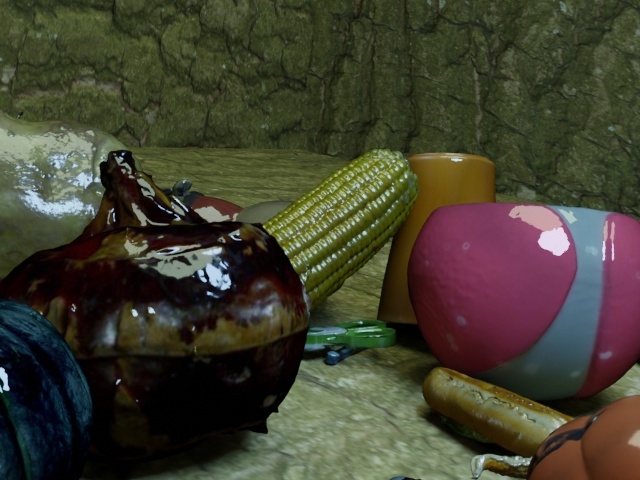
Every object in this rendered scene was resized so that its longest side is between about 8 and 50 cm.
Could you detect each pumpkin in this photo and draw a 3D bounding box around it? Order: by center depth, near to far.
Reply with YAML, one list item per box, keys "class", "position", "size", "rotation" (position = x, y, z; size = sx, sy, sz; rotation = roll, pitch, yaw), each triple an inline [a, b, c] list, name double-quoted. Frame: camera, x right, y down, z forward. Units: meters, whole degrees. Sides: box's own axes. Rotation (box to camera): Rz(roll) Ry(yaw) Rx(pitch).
- class: "pumpkin"
  position: [-0.280, 0.100, 0.627]
  size: [0.248, 0.247, 0.248]
  rotation: [7, 11, -1]

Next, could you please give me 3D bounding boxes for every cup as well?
- class: "cup"
  position: [0.185, 0.016, 1.356]
  size: [0.182, 0.263, 0.226]
  rotation: [3, -3, 22]

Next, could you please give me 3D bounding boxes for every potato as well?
- class: "potato"
  position: [-0.378, -0.031, 1.292]
  size: [0.237, 0.288, 0.301]
  rotation: [27, -2, 10]

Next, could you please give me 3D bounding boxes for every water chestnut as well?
- class: "water chestnut"
  position: [-0.154, 0.055, 0.870]
  size: [0.300, 0.299, 0.300]
  rotation: [7, 11, -1]

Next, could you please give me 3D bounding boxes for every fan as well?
- class: "fan"
  position: [0.054, 0.135, 1.244]
  size: [0.038, 0.016, 0.193]
  rotation: [14, 13, 23]

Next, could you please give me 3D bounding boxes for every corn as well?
- class: "corn"
  position: [0.000, 0.000, 1.197]
  size: [0.131, 0.131, 0.344]
  rotation: [17, 43, 41]

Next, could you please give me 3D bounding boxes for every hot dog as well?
- class: "hot dog"
  position: [0.184, 0.183, 0.970]
  size: [0.092, 0.062, 0.236]
  rotation: [19, -1, -30]

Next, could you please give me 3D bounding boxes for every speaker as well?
- class: "speaker"
  position: [0.242, 0.055, 1.114]
  size: [0.294, 0.294, 0.294]
  rotation: [7, 11, -1]

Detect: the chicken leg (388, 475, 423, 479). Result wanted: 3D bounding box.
- class: "chicken leg"
  position: [-0.007, 0.216, 0.725]
  size: [0.253, 0.051, 0.106]
  rotation: [4, 6, -30]

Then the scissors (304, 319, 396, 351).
- class: "scissors"
  position: [-0.011, 0.123, 1.175]
  size: [0.205, 0.027, 0.101]
  rotation: [-4, 4, -11]

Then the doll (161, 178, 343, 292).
- class: "doll"
  position: [-0.120, 0.005, 1.375]
  size: [0.330, 0.174, 0.235]
  rotation: [9, 14, 7]

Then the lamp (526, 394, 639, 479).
- class: "lamp"
  position: [0.226, 0.196, 0.628]
  size: [0.188, 0.187, 0.164]
  rotation: [13, 7, 28]

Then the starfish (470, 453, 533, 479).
- class: "starfish"
  position: [0.243, 0.210, 0.775]
  size: [0.248, 0.050, 0.138]
  rotation: [6, -23, 6]
